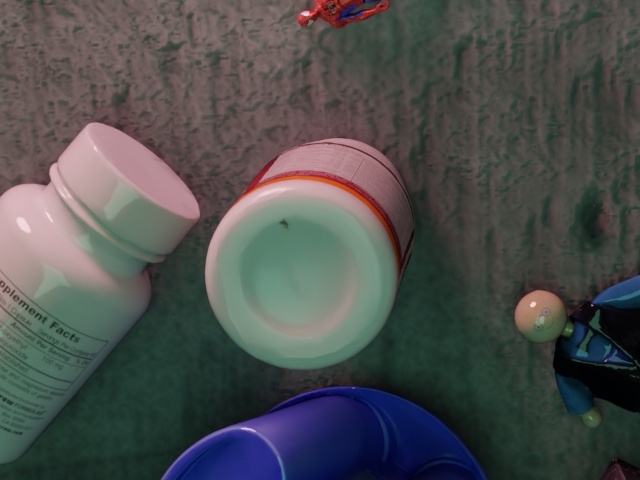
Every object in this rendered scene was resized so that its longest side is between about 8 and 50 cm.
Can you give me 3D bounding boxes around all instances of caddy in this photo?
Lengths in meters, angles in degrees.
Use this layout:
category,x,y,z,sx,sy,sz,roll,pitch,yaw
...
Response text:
category,x,y,z,sx,sy,sz,roll,pitch,yaw
caddy,-0.011,0.270,1.397,0.241,0.179,0.341,32,106,23

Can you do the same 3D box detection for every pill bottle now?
category,x,y,z,sx,sy,sz,roll,pitch,yaw
pill bottle,0.000,0.000,1.308,0.121,0.221,0.121,1,103,7
pill bottle,-0.194,0.034,1.387,0.131,0.131,0.229,41,104,-3

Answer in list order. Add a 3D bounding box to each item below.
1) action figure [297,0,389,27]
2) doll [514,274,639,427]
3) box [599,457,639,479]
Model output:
category,x,y,z,sx,sy,sz,roll,pitch,yaw
action figure,0.036,-0.176,1.366,0.115,0.030,0.038,-25,103,14
doll,0.225,0.081,1.387,0.189,0.046,0.129,22,103,-1
box,0.208,0.299,1.367,0.142,0.163,0.247,29,96,0
